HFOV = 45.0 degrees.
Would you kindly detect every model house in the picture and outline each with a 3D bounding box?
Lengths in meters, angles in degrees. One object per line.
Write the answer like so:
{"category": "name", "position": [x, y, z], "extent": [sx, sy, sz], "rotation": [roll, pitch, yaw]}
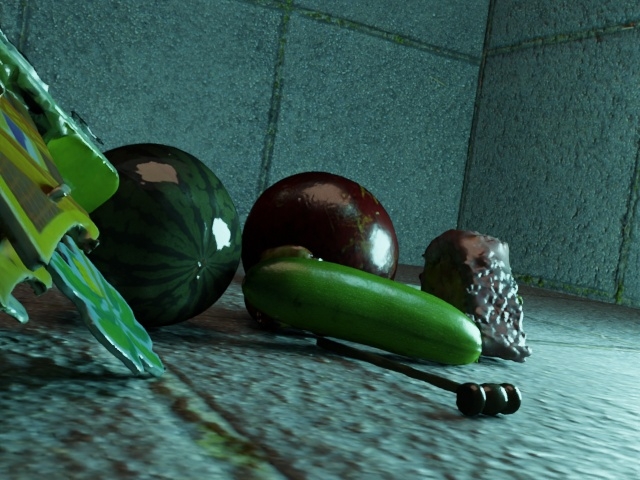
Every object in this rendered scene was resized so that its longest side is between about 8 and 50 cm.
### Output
{"category": "model house", "position": [-0.266, 0.012, 0.536], "extent": [0.313, 0.242, 0.358], "rotation": [54, -4, 40]}

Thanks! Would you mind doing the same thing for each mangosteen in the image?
{"category": "mangosteen", "position": [-0.013, 0.028, 1.000], "extent": [0.215, 0.215, 0.257], "rotation": [9, 30, 19]}

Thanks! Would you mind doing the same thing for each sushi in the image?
{"category": "sushi", "position": [0.211, 0.067, 1.051], "extent": [0.107, 0.162, 0.241], "rotation": [9, 0, -14]}

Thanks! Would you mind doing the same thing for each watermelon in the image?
{"category": "watermelon", "position": [-0.193, -0.006, 0.857], "extent": [0.212, 0.212, 0.212], "rotation": [8, 2, 0]}

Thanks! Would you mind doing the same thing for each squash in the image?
{"category": "squash", "position": [0.050, 0.079, 0.876], "extent": [0.292, 0.082, 0.082], "rotation": [17, -1, -15]}

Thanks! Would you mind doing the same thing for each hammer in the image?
{"category": "hammer", "position": [0.074, 0.127, 0.772], "extent": [0.058, 0.029, 0.292], "rotation": [10, -1, -33]}

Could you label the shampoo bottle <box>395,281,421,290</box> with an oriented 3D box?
{"category": "shampoo bottle", "position": [0.218, 0.111, 1.269], "extent": [0.204, 0.065, 0.065], "rotation": [8, 2, 3]}
